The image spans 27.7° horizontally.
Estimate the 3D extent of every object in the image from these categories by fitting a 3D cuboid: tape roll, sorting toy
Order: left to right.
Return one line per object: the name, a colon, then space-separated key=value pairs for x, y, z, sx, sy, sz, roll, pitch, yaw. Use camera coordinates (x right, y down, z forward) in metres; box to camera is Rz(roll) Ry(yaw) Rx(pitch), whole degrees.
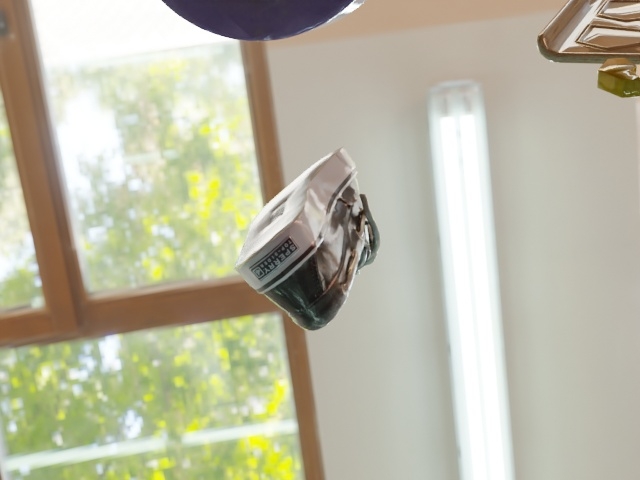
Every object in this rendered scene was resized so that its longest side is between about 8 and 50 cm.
tape roll: x=-0.036 y=-0.231 z=0.876 sx=0.189 sy=0.189 sz=0.080 roll=-3 pitch=-168 yaw=11
sorting toy: x=0.345 y=-0.197 z=1.340 sx=0.229 sy=0.041 sz=0.307 roll=9 pitch=-150 yaw=22

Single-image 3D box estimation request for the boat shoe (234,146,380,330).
boat shoe: x=0.003 y=-0.002 z=1.231 sx=0.113 sy=0.105 sz=0.306 roll=-38 pitch=-170 yaw=12
